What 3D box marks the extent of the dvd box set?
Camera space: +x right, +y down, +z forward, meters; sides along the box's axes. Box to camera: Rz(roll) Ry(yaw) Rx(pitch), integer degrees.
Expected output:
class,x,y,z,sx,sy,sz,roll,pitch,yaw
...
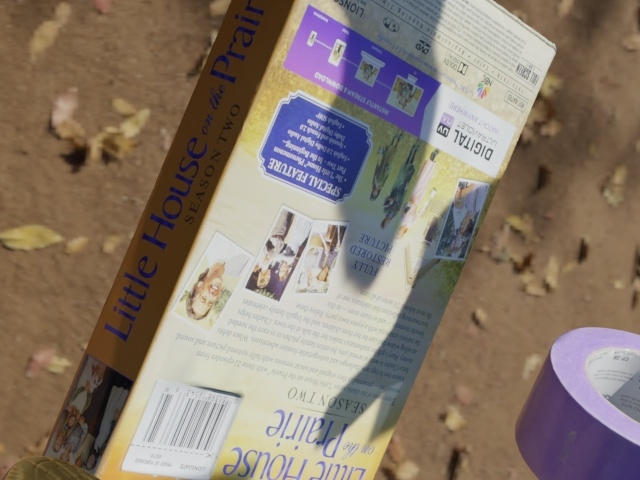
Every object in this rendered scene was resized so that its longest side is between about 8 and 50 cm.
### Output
class,x,y,z,sx,sy,sz,roll,pitch,yaw
dvd box set,0.000,0.000,1.027,0.308,0.062,0.420,19,94,-52

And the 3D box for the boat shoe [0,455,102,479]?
class,x,y,z,sx,sy,sz,roll,pitch,yaw
boat shoe,-0.082,0.093,0.400,0.045,0.050,0.135,-54,168,3

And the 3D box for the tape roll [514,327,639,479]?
class,x,y,z,sx,sy,sz,roll,pitch,yaw
tape roll,0.259,0.155,1.165,0.189,0.189,0.080,0,122,-38
